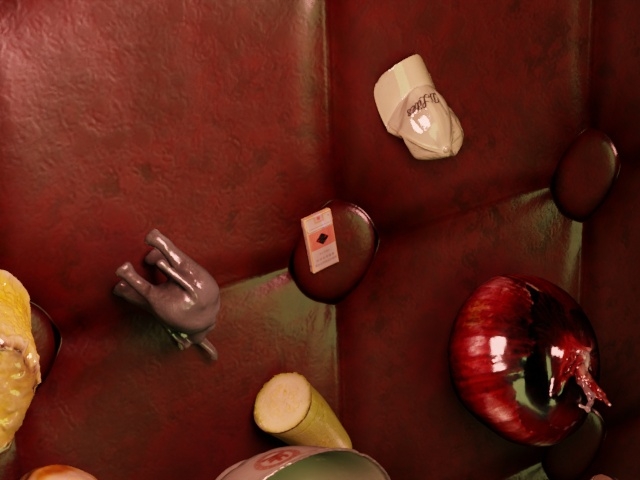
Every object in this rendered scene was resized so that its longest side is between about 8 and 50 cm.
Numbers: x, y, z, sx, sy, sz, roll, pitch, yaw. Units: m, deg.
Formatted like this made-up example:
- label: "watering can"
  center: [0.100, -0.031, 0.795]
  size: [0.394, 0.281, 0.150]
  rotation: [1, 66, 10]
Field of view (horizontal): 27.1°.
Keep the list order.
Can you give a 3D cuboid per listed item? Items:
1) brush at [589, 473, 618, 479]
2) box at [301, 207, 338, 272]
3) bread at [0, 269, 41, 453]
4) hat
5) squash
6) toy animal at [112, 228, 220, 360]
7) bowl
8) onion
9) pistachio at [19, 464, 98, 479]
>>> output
- label: "brush"
  center: [0.449, 0.568, 2.369]
  size: [0.065, 0.070, 0.327]
  rotation: [33, 87, -50]
- label: "box"
  center: [0.000, 0.000, 1.844]
  size: [0.046, 0.012, 0.083]
  rotation: [-25, 122, -27]
- label: "bread"
  center: [-0.401, 0.134, 1.490]
  size: [0.197, 0.170, 0.197]
  rotation: [-16, 126, -23]
- label: "hat"
  center: [0.149, -0.181, 1.855]
  size: [0.122, 0.081, 0.166]
  rotation: [-31, 113, -28]
- label: "squash"
  center: [-0.006, 0.283, 1.903]
  size: [0.094, 0.094, 0.224]
  rotation: [-49, 135, -12]
- label: "toy animal"
  center: [-0.185, 0.075, 1.662]
  size: [0.082, 0.137, 0.269]
  rotation: [-48, 169, -16]
- label: "bowl"
  center: [-0.069, 0.403, 1.842]
  size: [0.337, 0.157, 0.337]
  rotation: [-18, 122, -31]
- label: "onion"
  center: [0.332, 0.179, 2.003]
  size: [0.273, 0.285, 0.273]
  rotation: [6, 81, -37]
- label: "pistachio"
  center: [-0.314, 0.369, 1.669]
  size: [0.144, 0.144, 0.215]
  rotation: [-40, 132, -19]
